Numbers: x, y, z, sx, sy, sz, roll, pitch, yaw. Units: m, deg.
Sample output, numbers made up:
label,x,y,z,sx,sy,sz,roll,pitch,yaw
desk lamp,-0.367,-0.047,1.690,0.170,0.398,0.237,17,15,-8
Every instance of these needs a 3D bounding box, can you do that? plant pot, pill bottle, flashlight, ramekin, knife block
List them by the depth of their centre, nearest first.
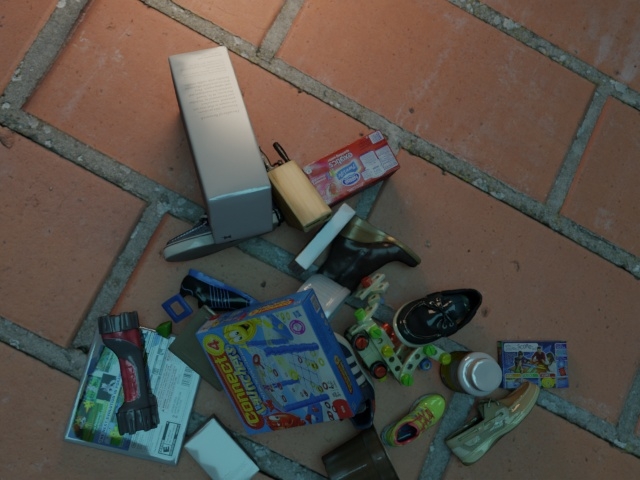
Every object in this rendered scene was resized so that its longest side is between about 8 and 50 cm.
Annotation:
label,x,y,z,sx,sy,sz,roll,pitch,yaw
flashlight,-0.495,0.335,1.654,0.103,0.103,0.304,-10,84,17
plant pot,0.101,0.594,1.719,0.165,0.167,0.167,-25,86,-3
ramekin,-0.023,0.185,1.735,0.109,0.207,0.207,37,78,8
knife block,-0.086,-0.155,1.747,0.088,0.276,0.242,-29,104,-11
pill bottle,0.409,0.359,1.764,0.117,0.215,0.117,1,82,-9

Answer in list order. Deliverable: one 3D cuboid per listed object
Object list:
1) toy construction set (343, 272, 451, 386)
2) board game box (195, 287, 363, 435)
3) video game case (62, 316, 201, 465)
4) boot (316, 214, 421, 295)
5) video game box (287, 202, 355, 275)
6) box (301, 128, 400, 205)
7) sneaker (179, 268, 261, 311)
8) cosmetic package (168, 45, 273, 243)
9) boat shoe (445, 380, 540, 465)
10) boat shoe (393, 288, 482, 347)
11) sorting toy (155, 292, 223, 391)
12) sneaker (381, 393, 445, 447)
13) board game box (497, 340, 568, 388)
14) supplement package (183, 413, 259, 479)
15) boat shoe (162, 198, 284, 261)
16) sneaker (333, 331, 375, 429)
label,x,y,z,sx,sy,sz,roll,pitch,yaw
toy construction set,0.188,0.255,1.764,0.215,0.151,0.327,-36,95,-9
board game box,-0.098,0.298,1.558,0.302,0.086,0.308,-18,106,25
video game case,-0.479,0.395,1.716,0.300,0.036,0.329,15,80,-6
boot,0.138,0.069,1.850,0.248,0.090,0.206,30,93,-8
video game box,0.000,0.000,1.770,0.048,0.187,0.205,41,78,1
box,0.078,-0.192,1.842,0.257,0.122,0.128,-28,86,-11
sneaker,-0.269,0.161,1.763,0.232,0.081,0.090,25,82,3
cosmetic package,-0.257,-0.248,1.681,0.162,0.230,0.453,-14,65,-10
boat shoe,0.480,0.488,1.810,0.302,0.109,0.098,-42,84,-3
boat shoe,0.327,0.194,1.738,0.340,0.113,0.127,-4,65,-46
sorting toy,-0.273,0.276,1.685,0.348,0.047,0.196,41,116,-3
sneaker,0.267,0.500,1.783,0.208,0.094,0.081,-37,87,-13
board game box,0.616,0.358,1.887,0.201,0.035,0.136,2,82,-9
supplement package,-0.257,0.555,1.690,0.105,0.105,0.179,-42,90,-12
boat shoe,-0.282,-0.062,1.780,0.341,0.127,0.158,-19,78,-19
sneaker,0.047,0.362,1.654,0.131,0.148,0.350,-26,129,20
